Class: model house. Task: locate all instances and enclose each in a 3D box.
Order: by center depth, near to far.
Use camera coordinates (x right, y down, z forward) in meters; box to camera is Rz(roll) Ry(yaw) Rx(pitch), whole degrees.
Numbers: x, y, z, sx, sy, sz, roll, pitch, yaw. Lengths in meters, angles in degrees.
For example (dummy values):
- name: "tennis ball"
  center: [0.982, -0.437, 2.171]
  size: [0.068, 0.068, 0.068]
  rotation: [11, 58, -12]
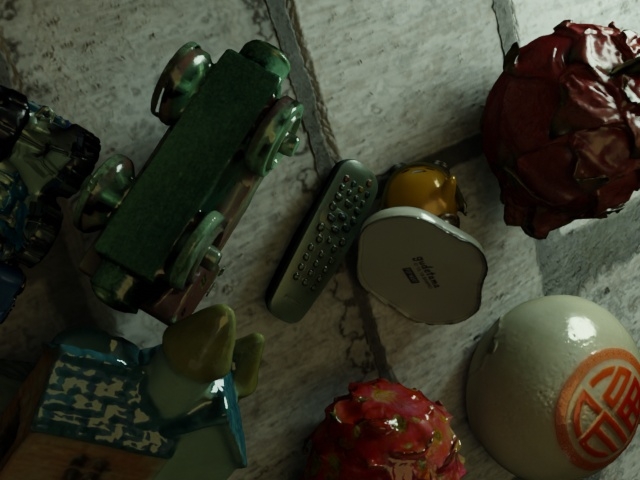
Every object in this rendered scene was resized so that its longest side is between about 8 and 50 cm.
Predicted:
- name: "model house"
  center: [-0.170, 0.138, 0.762]
  size: [0.267, 0.194, 0.325]
  rotation: [22, 124, -29]

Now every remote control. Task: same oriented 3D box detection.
- name: "remote control"
  center: [0.000, 0.000, 1.008]
  size: [0.072, 0.042, 0.222]
  rotation: [35, 80, -31]

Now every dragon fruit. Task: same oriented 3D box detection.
- name: "dragon fruit"
  center: [0.075, 0.311, 1.022]
  size: [0.205, 0.210, 0.268]
  rotation: [12, 91, 9]
- name: "dragon fruit"
  center: [0.327, -0.142, 1.057]
  size: [0.244, 0.244, 0.299]
  rotation: [13, 108, -31]

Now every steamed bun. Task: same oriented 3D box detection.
- name: "steamed bun"
  center: [0.363, 0.224, 1.174]
  size: [0.282, 0.177, 0.283]
  rotation: [-5, 101, -29]

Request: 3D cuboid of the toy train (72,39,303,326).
- name: "toy train"
  center: [-0.126, -0.055, 0.830]
  size: [0.150, 0.221, 0.304]
  rotation: [30, 76, 4]

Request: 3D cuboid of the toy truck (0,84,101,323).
- name: "toy truck"
  center: [-0.316, -0.039, 0.774]
  size: [0.113, 0.126, 0.208]
  rotation: [31, 83, -35]

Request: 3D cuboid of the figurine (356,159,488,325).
- name: "figurine"
  center: [0.134, -0.007, 1.065]
  size: [0.250, 0.166, 0.141]
  rotation: [67, 21, -49]
